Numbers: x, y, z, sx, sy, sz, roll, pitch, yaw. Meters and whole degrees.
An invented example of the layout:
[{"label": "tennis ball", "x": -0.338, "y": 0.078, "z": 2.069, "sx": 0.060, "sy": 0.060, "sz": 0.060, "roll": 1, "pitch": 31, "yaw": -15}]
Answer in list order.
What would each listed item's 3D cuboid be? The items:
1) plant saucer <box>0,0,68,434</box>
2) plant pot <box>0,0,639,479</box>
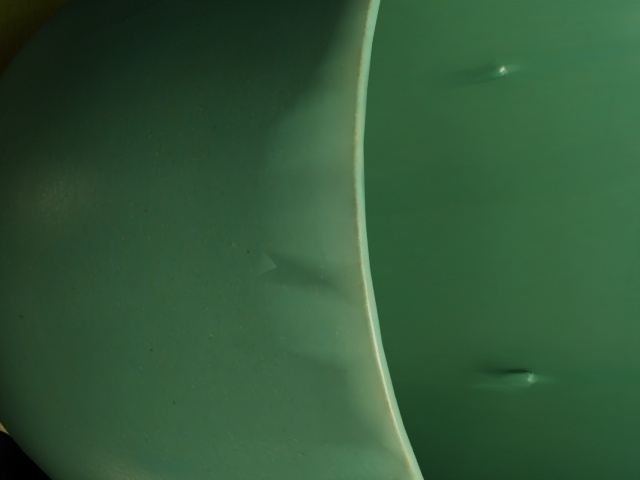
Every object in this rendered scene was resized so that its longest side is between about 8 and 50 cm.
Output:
[{"label": "plant saucer", "x": -0.111, "y": -0.086, "z": 0.821, "sx": 0.333, "sy": 0.081, "sz": 0.333, "roll": 39, "pitch": 55, "yaw": -47}, {"label": "plant pot", "x": 0.000, "y": 0.000, "z": 0.693, "sx": 0.293, "sy": 0.235, "sz": 0.293, "roll": 9, "pitch": 79, "yaw": -54}]
